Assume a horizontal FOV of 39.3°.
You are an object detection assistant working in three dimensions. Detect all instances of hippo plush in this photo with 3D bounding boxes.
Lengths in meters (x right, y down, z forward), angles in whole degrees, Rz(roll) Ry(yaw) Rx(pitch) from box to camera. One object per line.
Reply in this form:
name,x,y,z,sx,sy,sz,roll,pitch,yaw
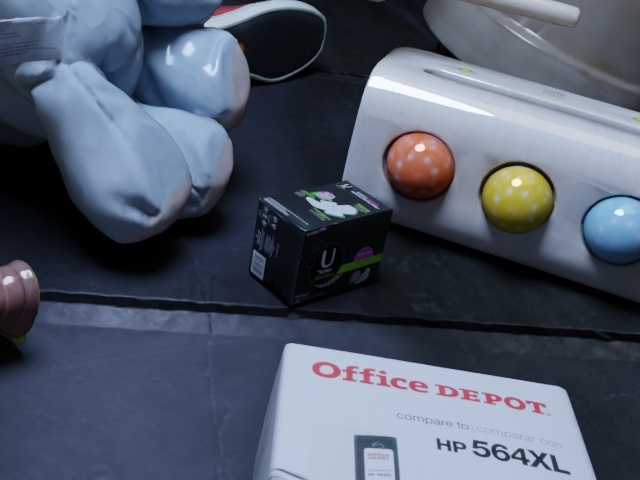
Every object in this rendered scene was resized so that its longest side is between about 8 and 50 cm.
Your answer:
hippo plush,-0.213,-0.105,0.644,0.236,0.234,0.294,-8,2,28

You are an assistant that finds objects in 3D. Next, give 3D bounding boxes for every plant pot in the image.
plant pot,0.322,-0.314,1.030,0.323,0.280,0.323,21,29,-12

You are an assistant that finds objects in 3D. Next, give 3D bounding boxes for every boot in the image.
boot,-0.127,-0.236,0.978,0.244,0.088,0.176,-19,40,-38

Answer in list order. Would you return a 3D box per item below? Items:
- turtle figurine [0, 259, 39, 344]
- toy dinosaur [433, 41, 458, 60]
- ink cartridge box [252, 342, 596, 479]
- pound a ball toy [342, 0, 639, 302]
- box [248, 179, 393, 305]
turtle figurine,-0.271,0.028,0.446,0.269,0.087,0.217,31,34,29
toy dinosaur,0.196,-0.227,1.111,0.112,0.064,0.211,17,29,5
ink cartridge box,0.042,0.142,0.372,0.148,0.086,0.203,10,30,-5
pound a ball toy,0.147,-0.090,0.701,0.319,0.208,0.136,19,29,9
box,0.000,0.000,0.630,0.083,0.062,0.052,-15,37,-39
